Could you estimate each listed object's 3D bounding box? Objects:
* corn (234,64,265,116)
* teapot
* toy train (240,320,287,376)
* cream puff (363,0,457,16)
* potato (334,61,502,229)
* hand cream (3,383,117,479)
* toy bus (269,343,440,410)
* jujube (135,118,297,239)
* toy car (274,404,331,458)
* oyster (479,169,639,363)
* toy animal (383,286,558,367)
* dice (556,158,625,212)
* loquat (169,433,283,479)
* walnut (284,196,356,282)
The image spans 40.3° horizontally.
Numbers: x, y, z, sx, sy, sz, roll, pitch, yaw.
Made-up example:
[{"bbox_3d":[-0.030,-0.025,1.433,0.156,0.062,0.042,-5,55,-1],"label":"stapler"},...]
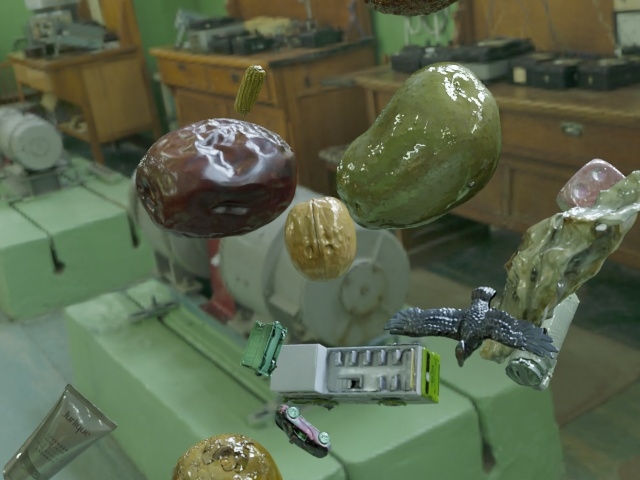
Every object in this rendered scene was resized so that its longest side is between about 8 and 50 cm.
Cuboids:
[{"bbox_3d":[-0.121,-0.257,1.492,0.037,0.092,0.037,20,27,-11],"label":"corn"},{"bbox_3d":[0.409,0.182,1.601,0.077,0.107,0.200,-3,43,44],"label":"teapot"},{"bbox_3d":[-0.092,0.173,1.408,0.056,0.093,0.038,6,-19,41],"label":"toy train"},{"bbox_3d":[0.131,-0.485,1.376,0.303,0.303,0.212,-1,55,18],"label":"cream puff"},{"bbox_3d":[0.104,-0.094,0.942,0.194,0.157,0.157,-33,22,-2],"label":"potato"},{"bbox_3d":[-0.364,0.279,1.182,0.186,0.087,0.054,-44,8,17],"label":"hand cream"},{"bbox_3d":[0.061,0.247,1.613,0.302,0.113,0.139,-6,-22,25],"label":"toy bus"},{"bbox_3d":[-0.150,-0.089,1.315,0.243,0.183,0.183,-20,23,-32],"label":"jujube"},{"bbox_3d":[-0.041,0.399,1.811,0.055,0.142,0.069,-49,-3,-34],"label":"toy car"},{"bbox_3d":[0.308,0.020,1.103,0.107,0.354,0.201,40,17,16],"label":"oyster"},{"bbox_3d":[0.186,0.105,1.059,0.220,0.062,0.108,7,28,34],"label":"toy animal"},{"bbox_3d":[0.436,-0.066,1.380,0.091,0.093,0.094,-44,-15,2],"label":"dice"},{"bbox_3d":[-0.180,0.488,1.677,0.235,0.235,0.235,-7,20,3],"label":"loquat"},{"bbox_3d":[0.000,0.000,1.992,0.165,0.197,0.165,-3,4,0],"label":"walnut"}]
